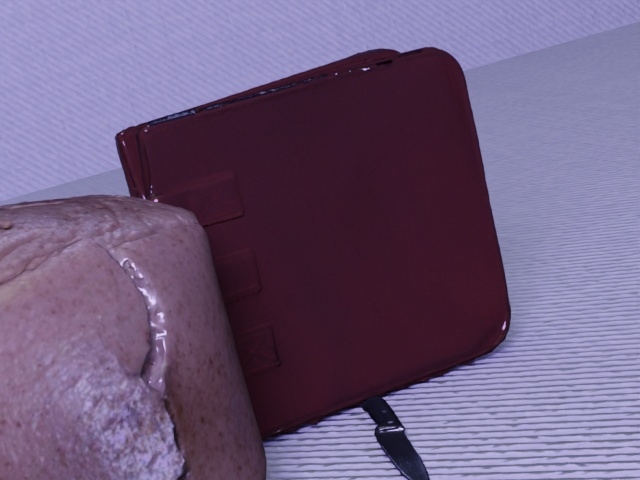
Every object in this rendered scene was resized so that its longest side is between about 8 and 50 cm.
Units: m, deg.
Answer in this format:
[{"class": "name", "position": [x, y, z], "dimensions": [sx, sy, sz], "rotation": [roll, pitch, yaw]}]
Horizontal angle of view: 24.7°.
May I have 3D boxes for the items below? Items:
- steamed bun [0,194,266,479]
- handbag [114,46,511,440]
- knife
[{"class": "steamed bun", "position": [-0.162, 0.112, 0.866], "dimensions": [0.199, 0.252, 0.301], "rotation": [15, 33, 43]}, {"class": "handbag", "position": [0.000, 0.000, 1.096], "dimensions": [0.275, 0.260, 0.084], "rotation": [-21, 17, -23]}, {"class": "knife", "position": [0.051, 0.138, 1.007], "dimensions": [0.023, 0.010, 0.170], "rotation": [-14, 15, -7]}]
